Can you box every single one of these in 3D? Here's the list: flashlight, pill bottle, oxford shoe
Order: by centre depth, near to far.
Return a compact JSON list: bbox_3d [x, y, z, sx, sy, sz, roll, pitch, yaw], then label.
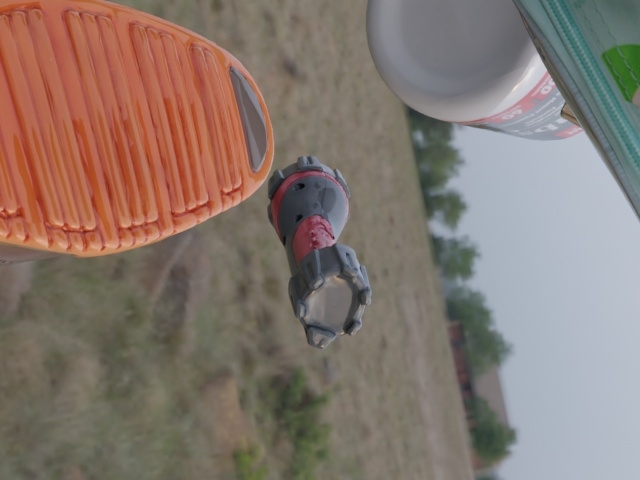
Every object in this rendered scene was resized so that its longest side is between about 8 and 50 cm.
[{"bbox_3d":[-0.192,-0.041,0.657,0.133,0.364,0.129,-18,-99,54],"label":"oxford shoe"},{"bbox_3d":[0.219,-0.214,1.414,0.363,0.210,0.210,2,74,-59],"label":"pill bottle"},{"bbox_3d":[0.000,0.000,1.478,0.304,0.103,0.103,-109,173,-67],"label":"flashlight"}]

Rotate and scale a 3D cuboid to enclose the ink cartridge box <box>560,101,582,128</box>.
[{"bbox_3d":[0.266,-0.164,0.904,0.234,0.088,0.193,-60,168,12],"label":"ink cartridge box"}]

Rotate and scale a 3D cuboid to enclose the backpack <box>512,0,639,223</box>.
[{"bbox_3d":[0.164,-0.083,0.405,0.225,0.191,0.253,62,17,4],"label":"backpack"}]
